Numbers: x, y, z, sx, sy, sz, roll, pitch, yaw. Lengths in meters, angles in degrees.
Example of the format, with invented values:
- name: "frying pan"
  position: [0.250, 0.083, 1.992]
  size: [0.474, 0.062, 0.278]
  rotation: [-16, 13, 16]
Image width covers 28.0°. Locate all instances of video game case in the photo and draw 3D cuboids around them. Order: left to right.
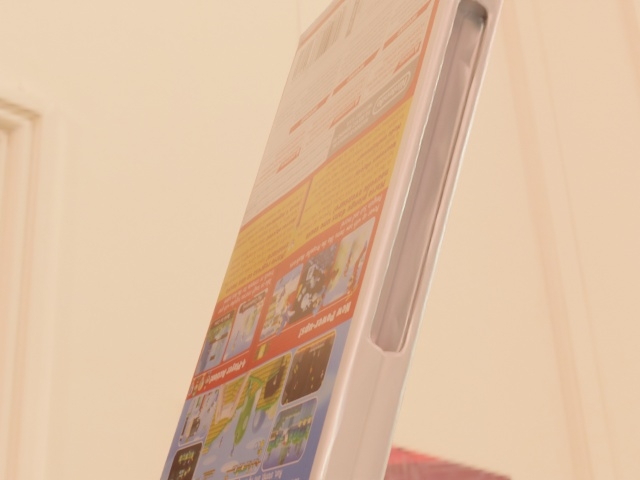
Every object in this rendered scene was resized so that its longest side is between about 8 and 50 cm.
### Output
- name: "video game case"
  position: [0.000, 0.000, 0.522]
  size: [0.025, 0.285, 0.204]
  rotation: [23, -22, -16]
